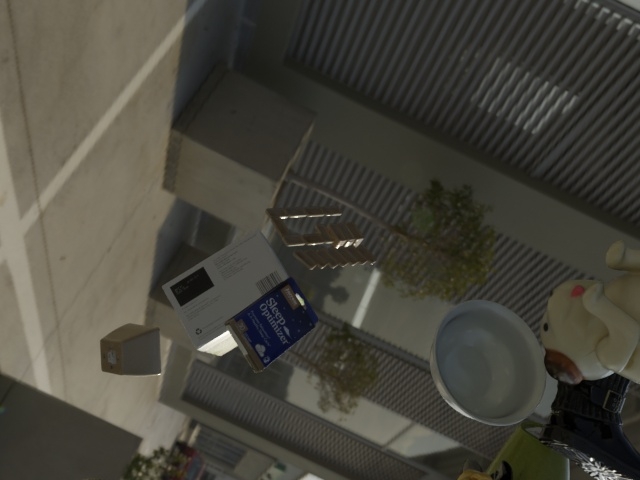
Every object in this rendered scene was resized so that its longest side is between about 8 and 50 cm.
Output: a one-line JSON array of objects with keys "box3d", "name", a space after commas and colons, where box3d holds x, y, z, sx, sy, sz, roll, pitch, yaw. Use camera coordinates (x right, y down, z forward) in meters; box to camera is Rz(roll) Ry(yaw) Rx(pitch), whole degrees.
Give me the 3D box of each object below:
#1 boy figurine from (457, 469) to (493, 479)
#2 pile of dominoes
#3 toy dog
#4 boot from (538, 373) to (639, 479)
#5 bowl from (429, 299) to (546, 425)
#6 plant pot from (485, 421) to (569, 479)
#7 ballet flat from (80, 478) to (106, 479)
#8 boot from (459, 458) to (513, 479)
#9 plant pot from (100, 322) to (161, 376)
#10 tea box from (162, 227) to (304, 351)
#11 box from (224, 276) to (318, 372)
[{"box3d": [0.255, 0.492, 1.312, 0.177, 0.092, 0.285, -41, 159, 16], "name": "boy figurine"}, {"box3d": [0.000, 0.000, 1.744, 0.251, 0.196, 0.040, -5, 141, -39], "name": "pile of dominoes"}, {"box3d": [0.641, 0.176, 1.417, 0.407, 0.395, 0.285, 1, -128, 41], "name": "toy dog"}, {"box3d": [0.681, 0.410, 1.657, 0.131, 0.347, 0.260, -22, -142, 62], "name": "boot"}, {"box3d": [0.376, 0.302, 1.704, 0.298, 0.297, 0.134, -65, -175, -30], "name": "bowl"}, {"box3d": [0.602, 0.687, 2.055, 0.275, 0.274, 0.294, -70, 173, -78], "name": "plant pot"}, {"box3d": [-0.625, 0.756, 2.114, 0.073, 0.206, 0.067, -68, -155, 9], "name": "ballet flat"}, {"box3d": [0.457, 0.645, 1.912, 0.161, 0.083, 0.246, -55, -172, 23], "name": "boot"}, {"box3d": [-0.430, 0.250, 1.592, 0.096, 0.109, 0.109, -7, 98, -54], "name": "plant pot"}, {"box3d": [-0.250, 0.166, 2.156, 0.328, 0.220, 0.323, -32, 168, -2], "name": "tea box"}, {"box3d": [-0.103, 0.189, 1.677, 0.225, 0.137, 0.036, -36, -175, -37], "name": "box"}]
